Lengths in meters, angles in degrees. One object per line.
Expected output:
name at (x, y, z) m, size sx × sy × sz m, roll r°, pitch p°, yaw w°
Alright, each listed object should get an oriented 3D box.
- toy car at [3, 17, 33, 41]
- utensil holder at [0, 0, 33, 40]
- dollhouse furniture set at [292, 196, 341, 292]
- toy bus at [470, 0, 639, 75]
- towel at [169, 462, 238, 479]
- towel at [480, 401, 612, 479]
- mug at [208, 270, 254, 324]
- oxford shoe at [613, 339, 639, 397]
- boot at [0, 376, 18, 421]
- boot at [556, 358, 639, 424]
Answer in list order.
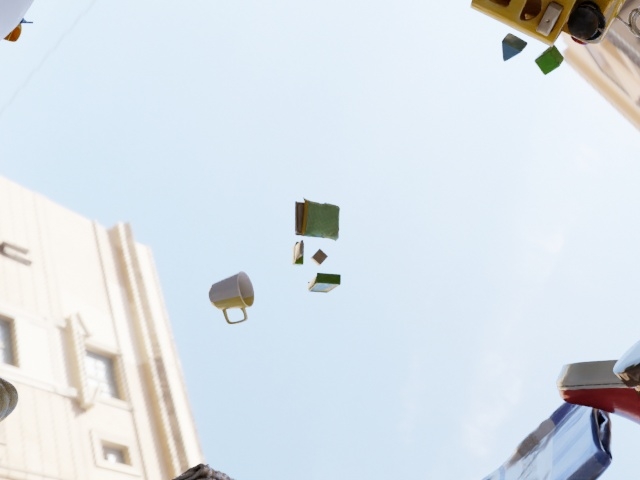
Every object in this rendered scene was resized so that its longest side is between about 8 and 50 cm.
toy car at (-0.197, -0.197, 0.568) m, size 0.122 × 0.040 × 0.060 m, roll -58°, pitch -146°, yaw 22°
utensil holder at (-0.354, -0.193, 0.344) m, size 0.327 × 0.385 × 0.328 m, roll 15°, pitch -62°, yaw 31°
dollhouse furniture set at (0.000, 0.000, 1.263) m, size 0.058 × 0.076 × 0.152 m, roll 135°, pitch -41°, yaw -65°
toy bus at (0.284, -0.288, 1.003) m, size 0.202 × 0.191 × 0.104 m, roll -11°, pitch -152°, yaw 39°
towel at (-0.168, 0.418, 1.224) m, size 0.187 × 0.282 × 0.049 m, roll -31°, pitch -129°, yaw 12°
towel at (0.161, 0.257, 0.783) m, size 0.034 × 0.209 × 0.285 m, roll 46°, pitch -73°, yaw 9°
mug at (-0.153, 0.095, 1.396) m, size 0.064 × 0.062 × 0.078 m, roll -15°, pitch -126°, yaw 17°
oxford shoe at (0.297, 0.081, 0.567) m, size 0.076 × 0.212 × 0.076 m, roll -39°, pitch -95°, yaw -25°
boot at (-0.535, 0.216, 1.027) m, size 0.262 × 0.203 × 0.095 m, roll -11°, pitch -93°, yaw 23°
boot at (0.326, 0.197, 0.725) m, size 0.244 × 0.088 × 0.176 m, roll 7°, pitch -97°, yaw 8°
